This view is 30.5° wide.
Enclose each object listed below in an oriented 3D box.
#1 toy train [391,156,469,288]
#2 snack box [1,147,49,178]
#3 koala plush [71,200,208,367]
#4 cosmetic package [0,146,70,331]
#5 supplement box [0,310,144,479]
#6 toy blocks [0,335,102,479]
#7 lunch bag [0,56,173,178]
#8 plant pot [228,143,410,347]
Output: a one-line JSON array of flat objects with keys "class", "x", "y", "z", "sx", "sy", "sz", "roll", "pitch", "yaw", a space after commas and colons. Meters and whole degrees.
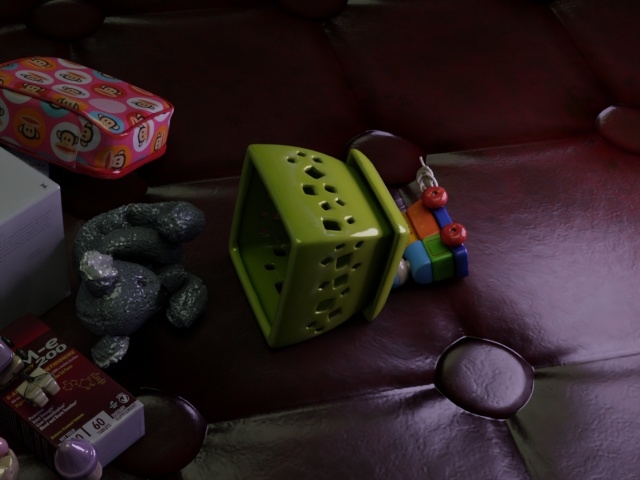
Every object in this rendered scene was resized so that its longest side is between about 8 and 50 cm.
[{"class": "toy train", "x": 0.140, "y": -0.030, "z": 1.909, "sx": 0.143, "sy": 0.105, "sz": 0.248, "roll": -17, "pitch": 48, "yaw": -5}, {"class": "snack box", "x": -0.497, "y": -0.096, "z": 1.924, "sx": 0.100, "sy": 0.037, "sz": 0.141, "roll": -1, "pitch": 44, "yaw": -11}, {"class": "koala plush", "x": -0.282, "y": 0.066, "z": 1.666, "sx": 0.203, "sy": 0.196, "sz": 0.221, "roll": 4, "pitch": 28, "yaw": 7}, {"class": "cosmetic package", "x": -0.489, "y": 0.027, "z": 1.670, "sx": 0.138, "sy": 0.225, "sz": 0.224, "roll": 32, "pitch": 49, "yaw": 23}, {"class": "supplement box", "x": -0.368, "y": 0.214, "z": 1.607, "sx": 0.239, "sy": 0.073, "sz": 0.130, "roll": 33, "pitch": 51, "yaw": 25}, {"class": "toy blocks", "x": -0.447, "y": 0.237, "z": 1.388, "sx": 0.288, "sy": 0.260, "sz": 0.309, "roll": 34, "pitch": 68, "yaw": 25}, {"class": "lunch bag", "x": -0.404, "y": -0.221, "z": 1.982, "sx": 0.293, "sy": 0.120, "sz": 0.258, "roll": 23, "pitch": 28, "yaw": 15}, {"class": "plant pot", "x": 0.000, "y": 0.000, "z": 1.770, "sx": 0.207, "sy": 0.228, "sz": 0.227, "roll": -6, "pitch": 46, "yaw": -24}]
